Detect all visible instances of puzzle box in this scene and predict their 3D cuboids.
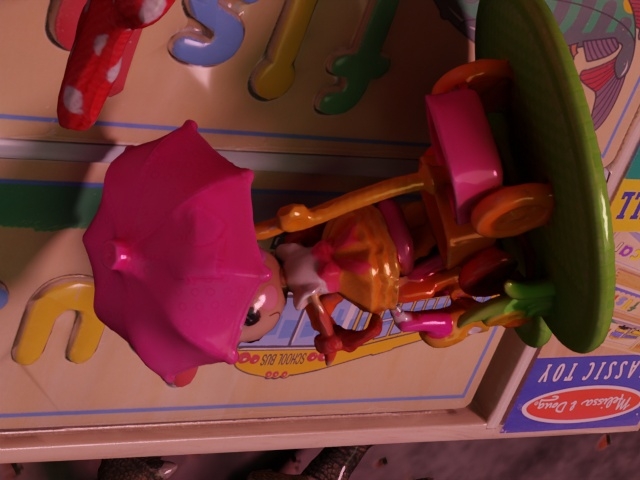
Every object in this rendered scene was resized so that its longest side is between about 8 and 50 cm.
[{"bbox_3d":[0.015,-0.036,0.707,0.409,0.052,0.272,1,125,-34],"label":"puzzle box"}]

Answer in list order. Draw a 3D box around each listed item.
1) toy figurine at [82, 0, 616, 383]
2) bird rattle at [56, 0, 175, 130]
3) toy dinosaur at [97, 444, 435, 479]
[{"bbox_3d":[0.000,0.000,0.633,0.159,0.130,0.173,-13,158,-7],"label":"toy figurine"},{"bbox_3d":[0.042,-0.117,0.507,0.253,0.143,0.207,-34,171,31],"label":"bird rattle"},{"bbox_3d":[-0.031,0.161,0.794,0.313,0.121,0.160,-3,113,-37],"label":"toy dinosaur"}]
